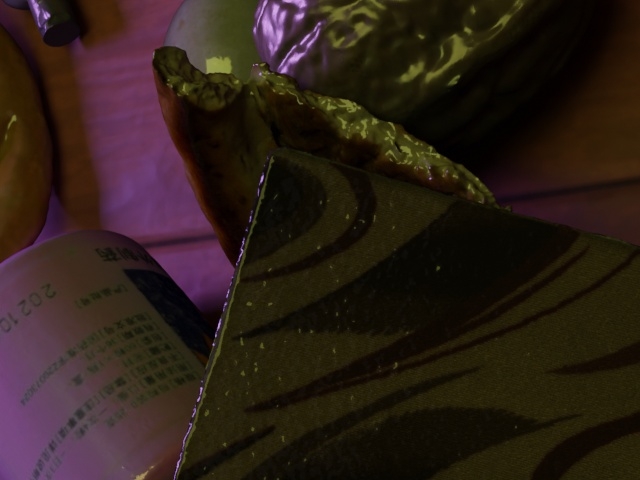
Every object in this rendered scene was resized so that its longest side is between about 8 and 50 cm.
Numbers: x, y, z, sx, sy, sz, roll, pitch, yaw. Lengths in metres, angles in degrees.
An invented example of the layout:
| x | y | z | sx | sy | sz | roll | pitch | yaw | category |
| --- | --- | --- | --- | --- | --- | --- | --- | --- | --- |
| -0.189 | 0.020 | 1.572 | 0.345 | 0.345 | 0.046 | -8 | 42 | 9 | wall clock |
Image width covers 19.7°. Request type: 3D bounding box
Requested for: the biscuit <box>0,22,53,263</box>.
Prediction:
| x | y | z | sx | sy | sz | roll | pitch | yaw | category |
| --- | --- | --- | --- | --- | --- | --- | --- | --- | --- |
| -0.295 | -0.105 | 1.424 | 0.154 | 0.045 | 0.299 | -37 | 69 | -5 | biscuit |

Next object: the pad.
| x | y | z | sx | sy | sz | roll | pitch | yaw | category |
| --- | --- | --- | --- | --- | --- | --- | --- | --- | --- |
| 0.098 | 0.092 | 1.043 | 0.330 | 0.004 | 0.220 | 15 | 89 | 3 | pad |

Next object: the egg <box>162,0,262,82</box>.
| x | y | z | sx | sy | sz | roll | pitch | yaw | category |
| --- | --- | --- | --- | --- | --- | --- | --- | --- | --- |
| -0.050 | -0.106 | 1.237 | 0.114 | 0.114 | 0.152 | -20 | 69 | 31 | egg |

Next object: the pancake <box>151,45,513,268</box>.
| x | y | z | sx | sy | sz | roll | pitch | yaw | category |
| --- | --- | --- | --- | --- | --- | --- | --- | --- | --- |
| 0.000 | 0.000 | 1.137 | 0.257 | 0.056 | 0.212 | 29 | 142 | 7 | pancake |

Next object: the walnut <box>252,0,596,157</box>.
| x | y | z | sx | sy | sz | roll | pitch | yaw | category |
| --- | --- | --- | --- | --- | --- | --- | --- | --- | --- |
| 0.069 | -0.144 | 1.127 | 0.230 | 0.178 | 0.178 | -29 | 64 | 20 | walnut |

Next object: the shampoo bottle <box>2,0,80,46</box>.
| x | y | z | sx | sy | sz | roll | pitch | yaw | category |
| --- | --- | --- | --- | --- | --- | --- | --- | --- | --- |
| -0.227 | -0.224 | 1.436 | 0.080 | 0.040 | 0.165 | -37 | 62 | 23 | shampoo bottle |

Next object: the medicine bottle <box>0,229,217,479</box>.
| x | y | z | sx | sy | sz | roll | pitch | yaw | category |
| --- | --- | --- | --- | --- | --- | --- | --- | --- | --- |
| -0.108 | 0.143 | 1.188 | 0.290 | 0.178 | 0.178 | 45 | 107 | 33 | medicine bottle |
